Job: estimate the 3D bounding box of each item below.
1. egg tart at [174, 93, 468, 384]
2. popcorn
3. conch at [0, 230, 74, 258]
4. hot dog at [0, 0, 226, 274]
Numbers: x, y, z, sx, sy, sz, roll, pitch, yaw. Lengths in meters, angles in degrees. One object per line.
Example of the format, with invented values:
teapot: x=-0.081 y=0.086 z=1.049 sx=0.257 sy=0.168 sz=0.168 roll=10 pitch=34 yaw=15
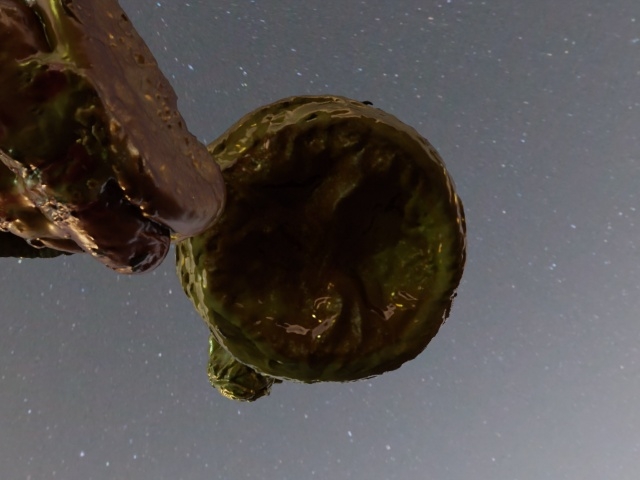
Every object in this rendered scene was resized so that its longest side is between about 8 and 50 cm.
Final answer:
egg tart: x=0.000 y=0.000 z=0.905 sx=0.443 sy=0.178 sz=0.443 roll=0 pitch=-87 yaw=-5
popcorn: x=-0.180 y=0.269 z=1.282 sx=0.168 sy=0.195 sz=0.173 roll=-21 pitch=-58 yaw=-44
conch: x=-0.485 y=-0.117 z=0.960 sx=0.352 sy=0.210 sz=0.297 roll=5 pitch=-54 yaw=0
hot dog: x=-0.192 y=-0.080 z=0.465 sx=0.150 sy=0.153 sz=0.257 roll=-14 pitch=-59 yaw=26
